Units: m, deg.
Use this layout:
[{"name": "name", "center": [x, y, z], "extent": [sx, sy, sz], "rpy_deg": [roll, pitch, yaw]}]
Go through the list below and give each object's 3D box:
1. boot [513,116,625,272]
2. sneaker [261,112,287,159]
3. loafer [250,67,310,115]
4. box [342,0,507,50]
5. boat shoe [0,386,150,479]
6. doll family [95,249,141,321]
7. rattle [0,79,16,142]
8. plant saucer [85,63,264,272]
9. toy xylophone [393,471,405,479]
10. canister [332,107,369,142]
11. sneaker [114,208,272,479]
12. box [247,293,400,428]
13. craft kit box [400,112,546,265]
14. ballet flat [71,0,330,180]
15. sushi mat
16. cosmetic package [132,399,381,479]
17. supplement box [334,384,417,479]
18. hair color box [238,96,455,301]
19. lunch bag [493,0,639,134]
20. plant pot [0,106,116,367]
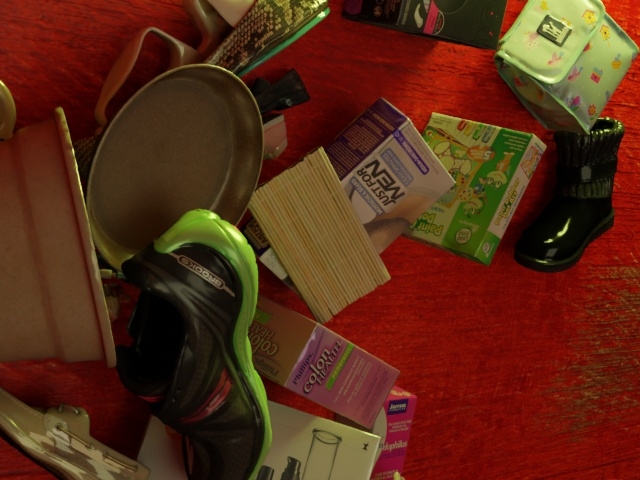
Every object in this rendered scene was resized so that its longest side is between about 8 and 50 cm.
[{"name": "boot", "center": [0.537, -0.107, 2.195], "extent": [0.348, 0.131, 0.260], "rpy_deg": [-35, 133, -41]}, {"name": "sneaker", "center": [-0.105, -0.155, 1.660], "extent": [0.134, 0.051, 0.070], "rpy_deg": [-30, 118, -36]}, {"name": "loafer", "center": [-0.096, -0.234, 1.645], "extent": [0.170, 0.062, 0.061], "rpy_deg": [-23, 97, -38]}, {"name": "box", "center": [0.193, -0.438, 1.764], "extent": [0.270, 0.143, 0.165], "rpy_deg": [1, 105, -43]}, {"name": "boat shoe", "center": [-0.385, 0.288, 1.492], "extent": [0.302, 0.109, 0.098], "rpy_deg": [42, 67, -16]}, {"name": "doll family", "center": [-0.256, 0.054, 1.521], "extent": [0.263, 0.163, 0.118], "rpy_deg": [5, 102, -43]}, {"name": "rattle", "center": [-0.419, -0.141, 1.330], "extent": [0.199, 0.143, 0.130], "rpy_deg": [54, 49, -33]}, {"name": "plant saucer", "center": [-0.204, -0.097, 1.389], "extent": [0.311, 0.050, 0.310], "rpy_deg": [-31, 135, -37]}, {"name": "toy xylophone", "center": [0.037, 0.574, 1.925], "extent": [0.323, 0.081, 0.236], "rpy_deg": [-14, 123, -2]}, {"name": "canister", "center": [0.106, -0.141, 1.841], "extent": [0.126, 0.073, 0.170], "rpy_deg": [-44, 131, -20]}, {"name": "sneaker", "center": [-0.194, 0.184, 1.432], "extent": [0.202, 0.185, 0.482], "rpy_deg": [-25, 126, -31]}, {"name": "box", "center": [-0.026, 0.201, 1.746], "extent": [0.243, 0.214, 0.117], "rpy_deg": [33, 82, -43]}, {"name": "craft kit box", "center": [0.256, -0.100, 1.870], "extent": [0.061, 0.250, 0.246], "rpy_deg": [28, 84, -44]}, {"name": "ballet flat", "center": [-0.185, -0.261, 1.497], "extent": [0.483, 0.164, 0.182], "rpy_deg": [-48, 111, -16]}, {"name": "sushi mat", "center": [0.000, 0.000, 1.661], "extent": [0.151, 0.019, 0.316], "rpy_deg": [-35, 128, -7]}, {"name": "cosmetic package", "center": [-0.121, 0.400, 1.641], "extent": [0.377, 0.097, 0.284], "rpy_deg": [19, 72, -10]}, {"name": "supplement box", "center": [0.097, 0.394, 1.997], "extent": [0.111, 0.114, 0.220], "rpy_deg": [1, 103, -41]}, {"name": "hair color box", "center": [0.047, -0.058, 1.732], "extent": [0.339, 0.110, 0.185], "rpy_deg": [-43, 131, 2]}, {"name": "lunch bag", "center": [0.484, -0.377, 2.043], "extent": [0.262, 0.160, 0.223], "rpy_deg": [39, 81, -31]}, {"name": "plant pot", "center": [-0.436, 0.027, 1.243], "extent": [0.306, 0.334, 0.333], "rpy_deg": [-12, 115, -14]}]
